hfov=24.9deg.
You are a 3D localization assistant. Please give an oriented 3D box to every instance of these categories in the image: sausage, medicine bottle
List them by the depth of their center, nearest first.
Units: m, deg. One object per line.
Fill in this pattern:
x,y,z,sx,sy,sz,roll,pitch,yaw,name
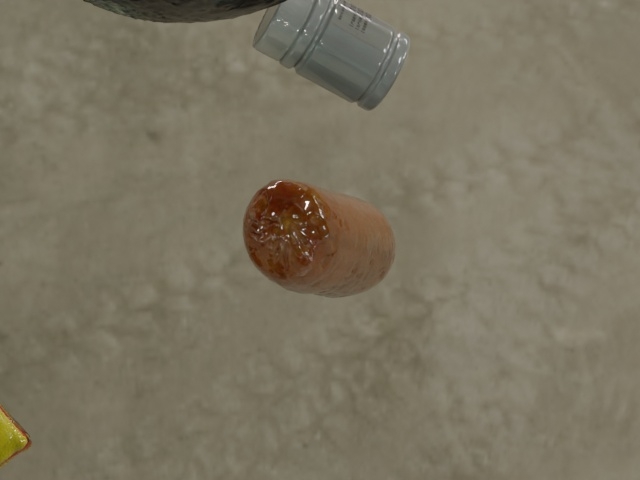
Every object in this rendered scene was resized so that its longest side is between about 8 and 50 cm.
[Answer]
0.007,-0.131,0.959,0.091,0.058,0.058,27,42,-12,medicine bottle
0.000,0.000,1.010,0.076,0.076,0.197,20,2,18,sausage

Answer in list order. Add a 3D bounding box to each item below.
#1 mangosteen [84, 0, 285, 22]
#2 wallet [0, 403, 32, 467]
-0.078,-0.256,0.762,0.288,0.288,0.288,1,43,-1,mangosteen
-0.360,0.178,1.121,0.241,0.067,0.141,-37,84,-12,wallet
